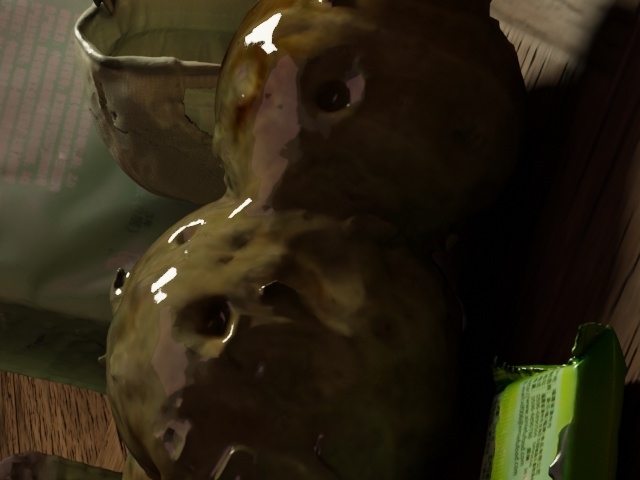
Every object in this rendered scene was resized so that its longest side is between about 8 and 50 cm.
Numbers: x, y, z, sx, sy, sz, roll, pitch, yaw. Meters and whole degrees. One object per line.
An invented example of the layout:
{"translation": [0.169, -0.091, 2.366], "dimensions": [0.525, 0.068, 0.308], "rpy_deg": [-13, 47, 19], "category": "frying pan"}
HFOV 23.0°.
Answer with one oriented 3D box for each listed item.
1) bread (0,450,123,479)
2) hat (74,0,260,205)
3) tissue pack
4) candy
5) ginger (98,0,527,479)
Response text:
{"translation": [-0.198, 0.262, 1.105], "dimensions": [0.338, 0.187, 0.155], "rpy_deg": [137, 147, -56], "category": "bread"}
{"translation": [-0.068, -0.142, 1.028], "dimensions": [0.161, 0.232, 0.275], "rpy_deg": [125, 142, -49], "category": "hat"}
{"translation": [-0.185, -0.108, 1.171], "dimensions": [0.205, 0.331, 0.405], "rpy_deg": [132, 150, -63], "category": "tissue pack"}
{"translation": [0.084, 0.126, 0.614], "dimensions": [0.102, 0.032, 0.178], "rpy_deg": [137, 144, -65], "category": "candy"}
{"translation": [0.000, 0.000, 0.768], "dimensions": [0.256, 0.176, 0.375], "rpy_deg": [-165, 92, -89], "category": "ginger"}
